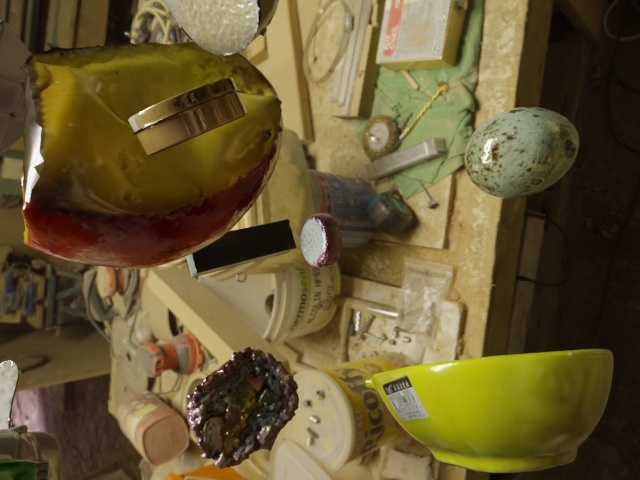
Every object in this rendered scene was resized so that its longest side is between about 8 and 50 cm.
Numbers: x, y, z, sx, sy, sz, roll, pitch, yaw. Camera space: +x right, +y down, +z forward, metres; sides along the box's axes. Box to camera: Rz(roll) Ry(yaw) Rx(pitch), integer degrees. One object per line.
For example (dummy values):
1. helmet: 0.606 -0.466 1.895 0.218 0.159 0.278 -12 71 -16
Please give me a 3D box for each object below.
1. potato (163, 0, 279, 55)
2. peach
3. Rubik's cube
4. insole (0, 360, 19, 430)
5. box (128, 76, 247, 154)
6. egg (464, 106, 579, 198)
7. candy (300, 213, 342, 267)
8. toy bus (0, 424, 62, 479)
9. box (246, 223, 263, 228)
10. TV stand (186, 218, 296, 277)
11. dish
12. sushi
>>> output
1. potato: -0.124 -0.363 0.584 0.182 0.117 0.202 1 130 46
2. peach: -0.234 -0.106 0.612 0.306 0.380 0.242 46 133 12
3. Rubik's cube: -0.764 -0.360 0.983 0.225 0.221 0.231 30 69 18
4. insole: -0.502 0.286 0.694 0.065 0.006 0.193 -1 76 17
5. box: -0.121 -0.115 0.415 0.106 0.105 0.037 -6 115 44
6. egg: 0.193 -0.084 0.429 0.085 0.110 0.085 164 90 -75
7. candy: 0.000 0.000 0.839 0.103 0.043 0.103 2 93 60
8. toy bus: -0.441 0.284 0.468 0.179 0.306 0.143 -43 49 27
9. box: -0.227 -0.002 1.565 0.122 0.062 0.089 -13 49 53
10. TV stand: -0.205 0.016 1.159 0.083 0.270 0.088 -28 78 62
11. dish: 0.182 0.188 0.495 0.262 0.221 0.108 140 129 -58
12. sushi: -0.187 0.405 1.082 0.236 0.270 0.171 49 156 3
